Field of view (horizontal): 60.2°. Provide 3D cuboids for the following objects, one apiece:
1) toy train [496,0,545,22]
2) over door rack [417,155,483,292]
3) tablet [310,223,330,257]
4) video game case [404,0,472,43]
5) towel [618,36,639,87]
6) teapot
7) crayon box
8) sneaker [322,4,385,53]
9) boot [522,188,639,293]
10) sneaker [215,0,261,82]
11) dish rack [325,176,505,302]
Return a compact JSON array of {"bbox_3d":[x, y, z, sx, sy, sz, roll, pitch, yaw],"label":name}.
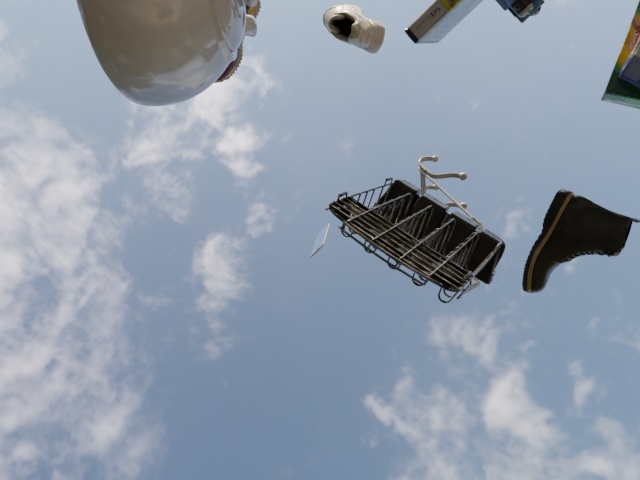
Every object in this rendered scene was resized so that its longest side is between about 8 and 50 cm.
[{"bbox_3d":[0.413,-0.564,1.217,0.184,0.080,0.105,48,-133,-2],"label":"toy train"},{"bbox_3d":[0.366,-0.053,1.499,0.108,0.239,0.324,-18,-135,-3],"label":"over door rack"},{"bbox_3d":[0.000,0.000,1.297,0.006,0.054,0.083,34,-142,-14],"label":"tablet"},{"bbox_3d":[0.288,-0.475,1.046,0.035,0.248,0.275,49,-152,-1],"label":"video game case"},{"bbox_3d":[0.842,-0.460,1.245,0.034,0.284,0.209,-13,-135,-41],"label":"towel"},{"bbox_3d":[-0.173,-0.296,0.688,0.187,0.252,0.255,-9,-128,4],"label":"teapot"},{"bbox_3d":[0.846,-0.472,1.389,0.166,0.081,0.278,21,-88,19],"label":"crayon box"},{"bbox_3d":[0.058,-0.541,1.367,0.115,0.232,0.090,2,-61,-36],"label":"sneaker"},{"bbox_3d":[0.445,0.025,0.959,0.077,0.137,0.197,-20,-51,-49],"label":"boot"},{"bbox_3d":[-0.170,-0.364,0.947,0.084,0.070,0.185,33,-110,-54],"label":"sneaker"},{"bbox_3d":[0.126,0.000,0.724,0.208,0.074,0.272,33,-154,19],"label":"dish rack"}]
